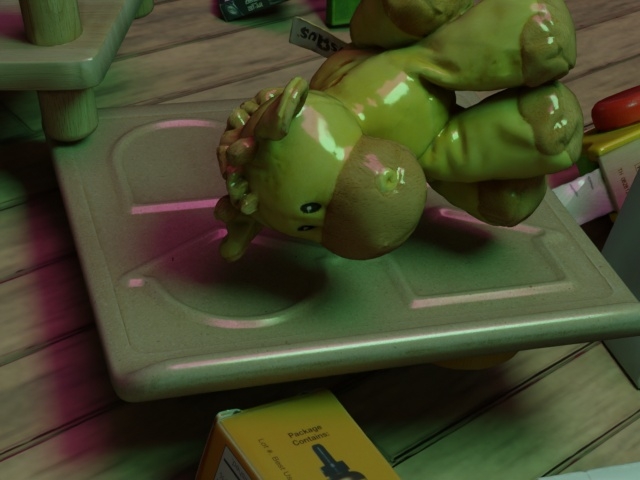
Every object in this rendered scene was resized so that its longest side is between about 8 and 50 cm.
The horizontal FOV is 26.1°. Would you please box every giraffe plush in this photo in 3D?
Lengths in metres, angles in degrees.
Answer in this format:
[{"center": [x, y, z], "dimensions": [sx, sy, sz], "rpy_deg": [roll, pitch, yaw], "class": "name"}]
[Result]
[{"center": [0.024, -0.060, 0.783], "dimensions": [0.210, 0.181, 0.170], "rpy_deg": [13, 38, 31], "class": "giraffe plush"}]

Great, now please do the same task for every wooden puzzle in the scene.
[{"center": [0.000, 0.000, 0.903], "dimensions": [0.322, 0.080, 0.348], "rpy_deg": [-5, 31, -17], "class": "wooden puzzle"}]

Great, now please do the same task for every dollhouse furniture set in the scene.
[{"center": [-0.003, -0.252, 1.325], "dimensions": [0.076, 0.058, 0.152], "rpy_deg": [-12, 25, -25], "class": "dollhouse furniture set"}]

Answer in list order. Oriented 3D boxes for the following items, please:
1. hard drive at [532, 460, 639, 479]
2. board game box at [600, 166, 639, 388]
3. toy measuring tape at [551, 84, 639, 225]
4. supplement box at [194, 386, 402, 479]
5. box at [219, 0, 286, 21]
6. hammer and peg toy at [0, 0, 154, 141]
[{"center": [0.261, 0.205, 0.725], "dimensions": [0.307, 0.040, 0.203], "rpy_deg": [-5, 73, -24], "class": "hard drive"}, {"center": [0.368, -0.014, 0.998], "dimensions": [0.303, 0.224, 0.097], "rpy_deg": [-2, 39, -25], "class": "board game box"}, {"center": [0.211, -0.045, 1.097], "dimensions": [0.330, 0.121, 0.121], "rpy_deg": [-24, 51, -21], "class": "toy measuring tape"}, {"center": [0.025, 0.183, 0.710], "dimensions": [0.078, 0.080, 0.233], "rpy_deg": [-10, 46, -35], "class": "supplement box"}, {"center": [-0.049, -0.232, 1.244], "dimensions": [0.083, 0.018, 0.067], "rpy_deg": [-16, 36, 10], "class": "box"}, {"center": [-0.303, -0.170, 0.977], "dimensions": [0.361, 0.127, 0.266], "rpy_deg": [0, 35, 7], "class": "hammer and peg toy"}]
